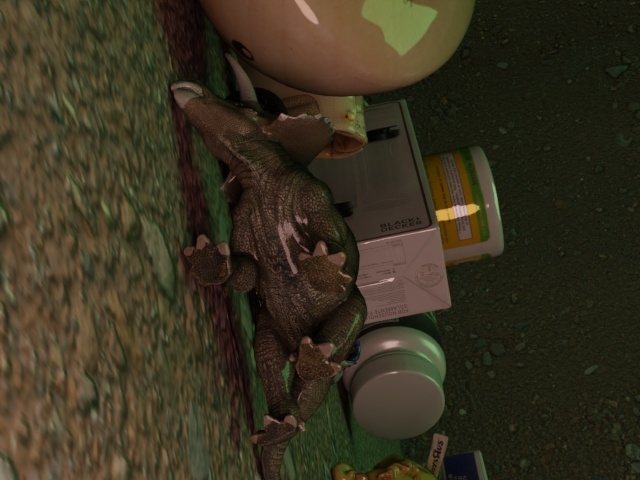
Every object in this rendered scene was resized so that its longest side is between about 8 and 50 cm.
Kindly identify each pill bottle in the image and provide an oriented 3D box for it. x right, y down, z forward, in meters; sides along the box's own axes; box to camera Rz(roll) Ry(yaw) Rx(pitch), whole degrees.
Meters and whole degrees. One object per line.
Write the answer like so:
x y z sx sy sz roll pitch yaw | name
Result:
0.084 -0.024 1.169 0.136 0.245 0.136 -12 90 -86 | pill bottle
0.109 0.166 1.534 0.283 0.161 0.161 -95 172 -58 | pill bottle

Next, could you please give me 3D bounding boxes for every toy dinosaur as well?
-0.010 0.034 0.656 0.160 0.121 0.313 -59 135 -63 | toy dinosaur

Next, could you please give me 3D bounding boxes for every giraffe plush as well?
0.096 0.324 1.132 0.170 0.181 0.210 26 61 -58 | giraffe plush

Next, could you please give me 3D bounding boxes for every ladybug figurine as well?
-0.011 -0.308 0.805 0.305 0.162 0.449 21 58 -37 | ladybug figurine

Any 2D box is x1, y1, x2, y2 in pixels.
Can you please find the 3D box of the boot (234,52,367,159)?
0.039 -0.186 0.933 0.095 0.262 0.203 61 19 -69 | boot

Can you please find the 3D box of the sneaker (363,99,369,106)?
0.064 -0.151 1.561 0.297 0.111 0.129 52 17 -35 | sneaker

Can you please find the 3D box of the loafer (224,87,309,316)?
-0.027 -0.017 0.812 0.078 0.080 0.220 -31 109 -85 | loafer

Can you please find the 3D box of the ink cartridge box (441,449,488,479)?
0.235 0.512 1.320 0.324 0.071 0.330 -96 173 -50 | ink cartridge box

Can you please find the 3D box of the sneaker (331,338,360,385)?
0.022 0.141 1.168 0.135 0.058 0.052 69 11 -69 | sneaker

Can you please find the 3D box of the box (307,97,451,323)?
0.027 -0.033 0.982 0.290 0.169 0.087 -96 173 -59 | box
